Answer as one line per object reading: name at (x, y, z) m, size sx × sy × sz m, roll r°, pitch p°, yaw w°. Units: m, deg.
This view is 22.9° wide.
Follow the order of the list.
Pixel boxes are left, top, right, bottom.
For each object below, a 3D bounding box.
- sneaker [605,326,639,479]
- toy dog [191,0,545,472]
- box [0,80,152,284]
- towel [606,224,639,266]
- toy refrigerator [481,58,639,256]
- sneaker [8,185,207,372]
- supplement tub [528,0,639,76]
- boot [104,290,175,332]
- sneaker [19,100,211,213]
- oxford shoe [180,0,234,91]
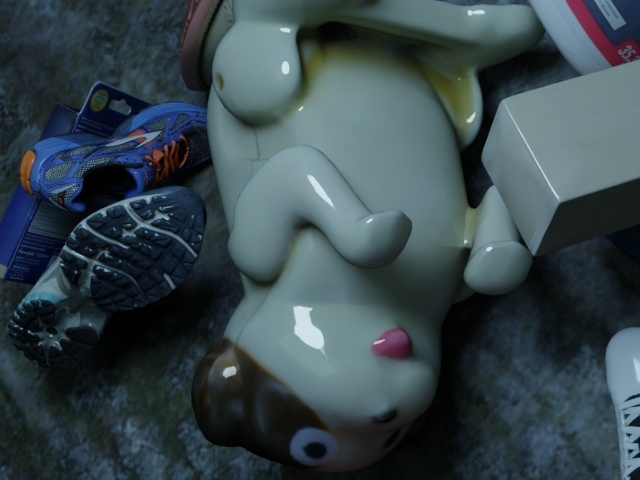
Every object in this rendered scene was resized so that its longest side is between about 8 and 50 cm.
sneaker at (0.280, 0.180, 1.289) m, size 0.085 × 0.086 × 0.237 m, roll -22°, pitch 67°, yaw 28°
toy dog at (0.000, 0.000, 1.397) m, size 0.395 × 0.284 × 0.408 m, roll -12°, pitch 72°, yaw 46°
box at (-0.262, -0.060, 1.656) m, size 0.036 × 0.136 × 0.225 m, roll 28°, pitch 94°, yaw 21°
towel at (0.274, -0.024, 1.373) m, size 0.067 × 0.029 × 0.119 m, roll -52°, pitch 58°, yaw 13°
toy refrigerator at (0.275, -0.083, 1.264) m, size 0.269 × 0.094 × 0.102 m, roll -17°, pitch 63°, yaw -17°
sneaker at (-0.208, 0.012, 1.565) m, size 0.283 × 0.110 × 0.122 m, roll -36°, pitch 22°, yaw 37°
supplement tub at (0.309, -0.262, 1.309) m, size 0.272 × 0.191 × 0.191 m, roll -29°, pitch 65°, yaw 24°
boot at (-0.195, 0.032, 1.655) m, size 0.106 × 0.037 × 0.114 m, roll -23°, pitch 63°, yaw 29°
sneaker at (-0.186, -0.073, 1.584) m, size 0.087 × 0.221 × 0.083 m, roll 42°, pitch 143°, yaw 42°
oxford shoe at (-0.041, -0.245, 1.489) m, size 0.146 × 0.397 × 0.140 m, roll 15°, pitch 65°, yaw -8°
